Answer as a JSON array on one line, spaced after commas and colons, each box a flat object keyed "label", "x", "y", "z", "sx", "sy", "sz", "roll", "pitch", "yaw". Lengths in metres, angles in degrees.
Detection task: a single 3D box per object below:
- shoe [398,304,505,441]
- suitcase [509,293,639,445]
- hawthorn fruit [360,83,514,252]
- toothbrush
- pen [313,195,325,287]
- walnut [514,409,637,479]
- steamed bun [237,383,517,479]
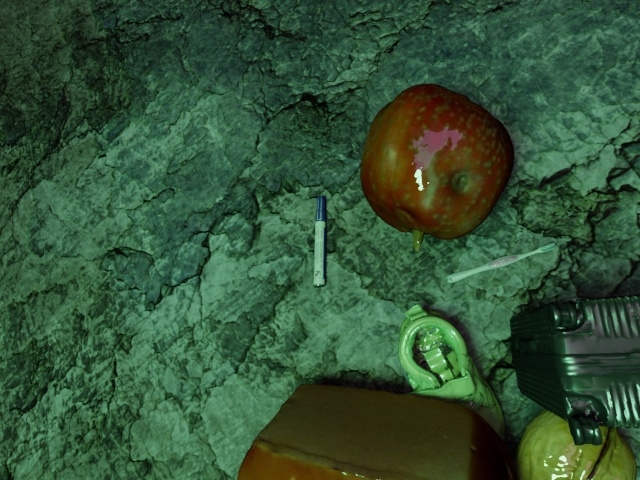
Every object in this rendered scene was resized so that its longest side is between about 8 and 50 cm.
[{"label": "shoe", "x": 0.204, "y": 0.242, "z": 0.725, "sx": 0.140, "sy": 0.128, "sz": 0.262, "roll": -27, "pitch": 64, "yaw": 21}, {"label": "suitcase", "x": 0.398, "y": 0.160, "z": 0.570, "sx": 0.230, "sy": 0.335, "sz": 0.152, "roll": -6, "pitch": 76, "yaw": 14}, {"label": "hawthorn fruit", "x": 0.201, "y": -0.124, "z": 0.764, "sx": 0.276, "sy": 0.275, "sz": 0.299, "roll": 13, "pitch": 87, "yaw": 19}, {"label": "toothbrush", "x": 0.337, "y": 0.043, "z": 0.797, "sx": 0.204, "sy": 0.022, "sz": 0.017, "roll": -20, "pitch": 66, "yaw": 12}, {"label": "pen", "x": 0.000, "y": 0.000, "z": 0.903, "sx": 0.025, "sy": 0.025, "sz": 0.203, "roll": -3, "pitch": 71, "yaw": 15}, {"label": "walnut", "x": 0.370, "y": 0.330, "z": 0.625, "sx": 0.144, "sy": 0.144, "sz": 0.180, "roll": 35, "pitch": 98, "yaw": 23}, {"label": "steamed bun", "x": 0.084, "y": 0.382, "z": 0.618, "sx": 0.380, "sy": 0.235, "sz": 0.247, "roll": 0, "pitch": 103, "yaw": 23}]
